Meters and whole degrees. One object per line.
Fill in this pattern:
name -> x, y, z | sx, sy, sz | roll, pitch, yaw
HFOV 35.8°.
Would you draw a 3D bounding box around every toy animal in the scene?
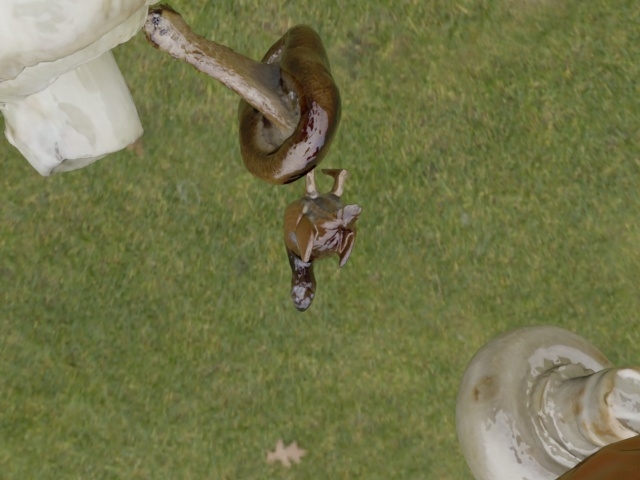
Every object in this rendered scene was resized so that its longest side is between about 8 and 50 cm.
toy animal -> 0.000, 0.000, 1.173 | 0.089, 0.188, 0.179 | 5, 89, -20

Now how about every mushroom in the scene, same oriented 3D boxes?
mushroom -> -0.093, -0.170, 1.043 | 0.218, 0.227, 0.148 | 23, 116, -29
mushroom -> -0.182, -0.152, 0.627 | 0.254, 0.260, 0.234 | -25, 117, 1
mushroom -> 0.231, 0.170, 0.981 | 0.207, 0.206, 0.209 | -3, 144, 1

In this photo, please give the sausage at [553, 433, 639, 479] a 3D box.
sausage -> 0.111, 0.138, 0.336 | 0.258, 0.133, 0.133 | -11, 130, -42
